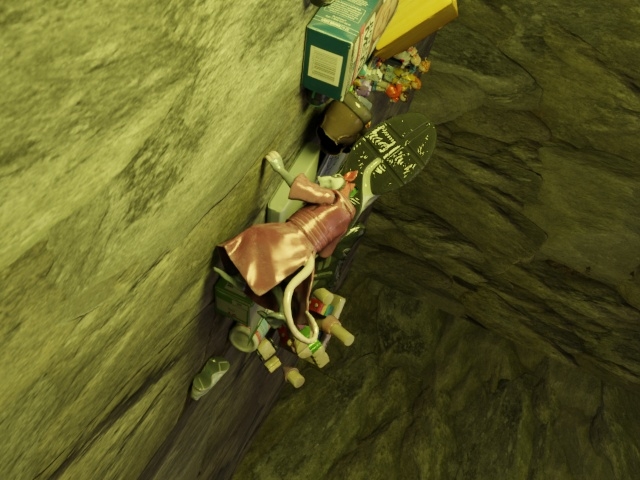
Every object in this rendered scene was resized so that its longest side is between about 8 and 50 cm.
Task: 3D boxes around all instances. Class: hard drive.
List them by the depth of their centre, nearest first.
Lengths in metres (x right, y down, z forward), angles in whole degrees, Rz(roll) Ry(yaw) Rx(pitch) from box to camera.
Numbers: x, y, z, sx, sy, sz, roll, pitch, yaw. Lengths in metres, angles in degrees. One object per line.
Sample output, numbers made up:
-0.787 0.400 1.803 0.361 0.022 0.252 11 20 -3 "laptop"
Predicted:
-0.081 -0.073 1.812 0.353 0.047 0.233 101 15 -59 "hard drive"

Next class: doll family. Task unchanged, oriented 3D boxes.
0.290 -0.598 2.316 0.263 0.163 0.118 101 14 -56 "doll family"

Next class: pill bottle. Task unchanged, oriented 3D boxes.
-0.183 0.230 1.858 0.160 0.087 0.087 -56 167 -52 "pill bottle"

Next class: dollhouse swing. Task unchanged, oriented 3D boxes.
0.227 -0.721 1.848 0.315 0.305 0.347 -29 -175 19 "dollhouse swing"

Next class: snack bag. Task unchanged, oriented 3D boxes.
0.055 -0.291 2.075 0.342 0.037 0.323 -62 175 12 "snack bag"

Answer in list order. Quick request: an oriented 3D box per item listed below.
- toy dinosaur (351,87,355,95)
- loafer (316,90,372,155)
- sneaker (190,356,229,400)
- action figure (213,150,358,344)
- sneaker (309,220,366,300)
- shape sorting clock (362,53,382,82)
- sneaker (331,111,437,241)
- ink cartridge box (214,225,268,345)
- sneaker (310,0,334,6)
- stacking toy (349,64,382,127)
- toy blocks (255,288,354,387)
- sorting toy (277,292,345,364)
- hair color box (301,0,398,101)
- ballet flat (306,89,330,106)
0.068 -0.411 1.865 0.183 0.053 0.092 -64 -171 12 "toy dinosaur"
0.037 -0.286 1.713 0.130 0.134 0.366 -45 176 -2 "loafer"
-0.284 0.345 1.689 0.061 0.054 0.152 -60 170 30 "sneaker"
-0.034 -0.018 1.384 0.370 0.276 0.248 -46 131 -15 "action figure"
0.028 0.061 1.861 0.283 0.124 0.107 -36 -172 14 "sneaker"
0.173 -0.559 2.103 0.206 0.040 0.206 24 90 -82 "shape sorting clock"
0.098 -0.171 1.781 0.447 0.169 0.257 -43 -169 -2 "sneaker"
-0.169 0.117 1.608 0.255 0.097 0.188 104 12 -58 "ink cartridge box"
0.035 -0.508 1.255 0.178 0.072 0.077 -59 -179 -11 "sneaker"
0.109 -0.426 1.766 0.221 0.052 0.167 60 41 -61 "stacking toy"
-0.107 0.275 2.181 0.309 0.260 0.288 -39 133 -16 "toy blocks"
-0.060 0.292 2.450 0.255 0.089 0.257 13 -102 55 "sorting toy"
0.080 -0.489 1.462 0.174 0.105 0.347 101 14 -59 "hair color box"
0.030 -0.387 1.559 0.203 0.074 0.074 -55 167 -41 "ballet flat"
